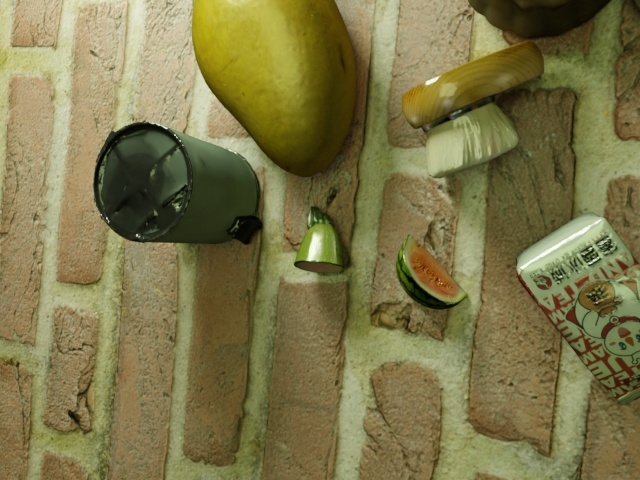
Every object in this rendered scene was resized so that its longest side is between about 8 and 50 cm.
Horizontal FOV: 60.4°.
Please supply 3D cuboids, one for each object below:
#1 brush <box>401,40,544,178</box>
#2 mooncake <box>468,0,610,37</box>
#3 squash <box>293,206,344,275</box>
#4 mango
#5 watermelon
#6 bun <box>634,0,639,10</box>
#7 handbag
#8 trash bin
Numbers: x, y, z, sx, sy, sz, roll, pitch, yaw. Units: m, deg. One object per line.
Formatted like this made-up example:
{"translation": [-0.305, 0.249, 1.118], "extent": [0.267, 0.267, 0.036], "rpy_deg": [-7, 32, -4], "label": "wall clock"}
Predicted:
{"translation": [0.286, -0.231, 0.968], "extent": [0.266, 0.174, 0.166], "rpy_deg": [-25, 95, 1], "label": "brush"}
{"translation": [0.377, -0.507, 0.930], "extent": [0.290, 0.161, 0.290], "rpy_deg": [-1, 88, 18], "label": "mooncake"}
{"translation": [0.005, -0.005, 1.104], "extent": [0.105, 0.105, 0.132], "rpy_deg": [0, 71, 19], "label": "squash"}
{"translation": [-0.086, -0.337, 1.061], "extent": [0.301, 0.220, 0.445], "rpy_deg": [-17, 87, 16], "label": "mango"}
{"translation": [0.191, 0.075, 1.038], "extent": [0.087, 0.069, 0.163], "rpy_deg": [-46, 78, 14], "label": "watermelon"}
{"translation": [0.593, -0.437, 0.877], "extent": [0.172, 0.120, 0.173], "rpy_deg": [0, 90, 21], "label": "bun"}
{"translation": [0.470, 0.115, 0.909], "extent": [0.171, 0.151, 0.298], "rpy_deg": [-36, 86, 20], "label": "handbag"}
{"translation": [-0.277, -0.102, 1.099], "extent": [0.277, 0.262, 0.217], "rpy_deg": [39, 101, 15], "label": "trash bin"}
